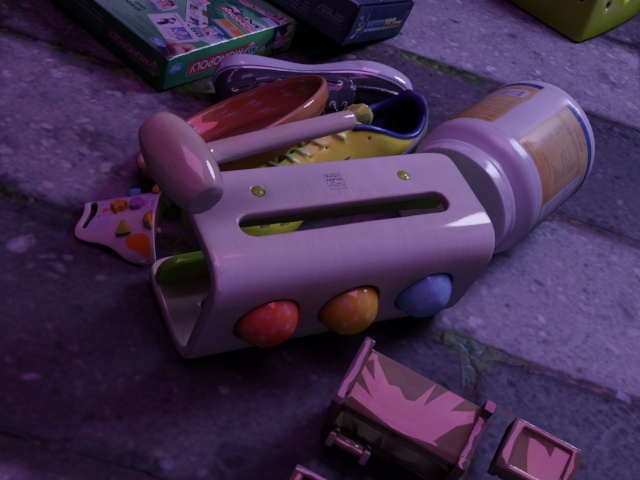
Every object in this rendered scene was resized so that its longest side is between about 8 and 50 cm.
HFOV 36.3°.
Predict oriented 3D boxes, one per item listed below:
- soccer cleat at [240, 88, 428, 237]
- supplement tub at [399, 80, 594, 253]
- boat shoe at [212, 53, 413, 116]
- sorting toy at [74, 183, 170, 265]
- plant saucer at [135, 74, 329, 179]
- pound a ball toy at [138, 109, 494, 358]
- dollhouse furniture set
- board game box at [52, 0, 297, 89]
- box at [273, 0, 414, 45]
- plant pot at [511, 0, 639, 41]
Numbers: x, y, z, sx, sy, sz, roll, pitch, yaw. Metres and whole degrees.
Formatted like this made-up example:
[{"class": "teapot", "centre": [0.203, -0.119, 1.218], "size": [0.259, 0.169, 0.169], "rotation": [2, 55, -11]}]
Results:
[{"class": "soccer cleat", "centre": [-0.002, -0.084, 0.966], "size": [0.289, 0.121, 0.093], "rotation": [-24, 57, -40]}, {"class": "supplement tub", "centre": [0.182, -0.073, 1.013], "size": [0.144, 0.144, 0.200], "rotation": [37, 43, 19]}, {"class": "boat shoe", "centre": [-0.005, -0.155, 1.081], "size": [0.228, 0.080, 0.076], "rotation": [7, 48, -14]}, {"class": "sorting toy", "centre": [-0.183, -0.020, 0.891], "size": [0.075, 0.045, 0.083], "rotation": [-1, 41, 4]}, {"class": "plant saucer", "centre": [-0.081, -0.102, 0.946], "size": [0.200, 0.037, 0.200], "rotation": [-21, 21, 8]}, {"class": "pound a ball toy", "centre": [0.000, 0.000, 0.806], "size": [0.319, 0.208, 0.136], "rotation": [-8, 57, -31]}, {"class": "dollhouse furniture set", "centre": [0.072, 0.196, 0.737], "size": [0.182, 0.101, 0.161], "rotation": [28, 65, 8]}, {"class": "board game box", "centre": [-0.213, -0.309, 1.188], "size": [0.317, 0.046, 0.213], "rotation": [40, 43, 22]}, {"class": "box", "centre": [-0.014, -0.338, 1.257], "size": [0.233, 0.059, 0.183], "rotation": [35, 28, 15]}, {"class": "plant pot", "centre": [0.401, -0.469, 1.501], "size": [0.228, 0.207, 0.227], "rotation": [39, 44, 21]}]
